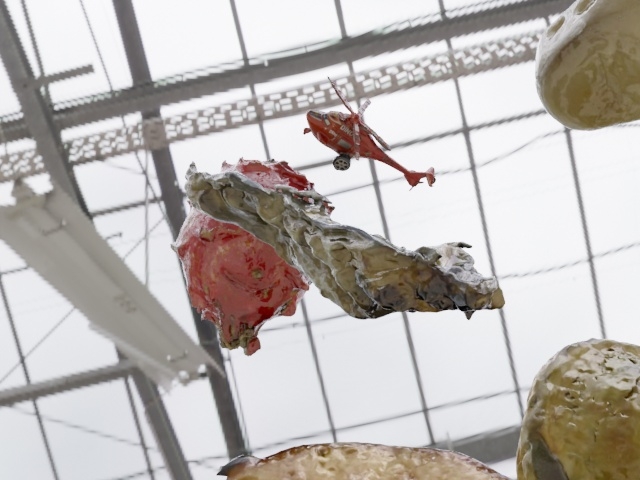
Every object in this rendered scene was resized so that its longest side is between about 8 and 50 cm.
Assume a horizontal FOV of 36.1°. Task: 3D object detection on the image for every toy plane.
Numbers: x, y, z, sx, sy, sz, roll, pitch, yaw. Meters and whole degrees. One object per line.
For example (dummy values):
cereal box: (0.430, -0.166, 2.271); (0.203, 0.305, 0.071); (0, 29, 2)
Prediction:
toy plane: (0.067, -0.133, 1.357); (0.194, 0.126, 0.077); (16, -41, -31)

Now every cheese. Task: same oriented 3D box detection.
cheese: (0.416, -0.248, 1.387); (0.217, 0.117, 0.235); (15, -37, 3)

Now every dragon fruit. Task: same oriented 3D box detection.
dragon fruit: (-0.098, 0.019, 1.311); (0.210, 0.205, 0.268); (12, -90, -58)

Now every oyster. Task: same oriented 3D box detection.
oyster: (0.002, 0.001, 0.695); (0.128, 0.345, 0.079); (25, -89, -37)

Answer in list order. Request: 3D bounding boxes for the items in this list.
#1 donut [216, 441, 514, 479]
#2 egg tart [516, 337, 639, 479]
donut: (0.054, 0.352, 0.905); (0.434, 0.378, 0.164); (-3, -65, 2)
egg tart: (0.491, 0.336, 1.429); (0.443, 0.443, 0.178); (25, -37, -21)
